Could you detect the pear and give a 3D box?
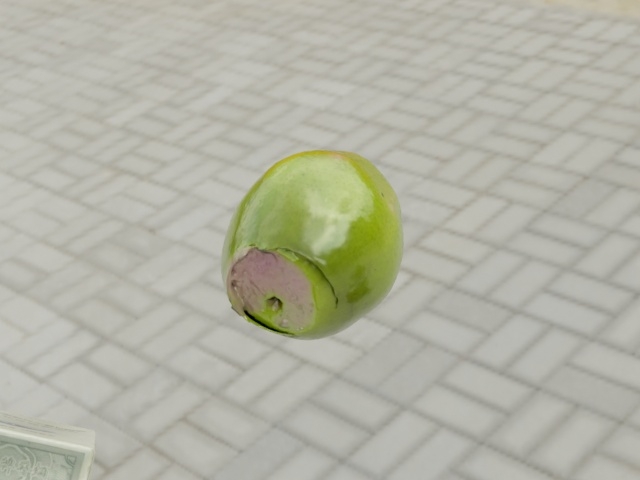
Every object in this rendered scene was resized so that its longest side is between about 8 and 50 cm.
[{"bbox_3d":[0.000,0.000,1.192,0.187,0.187,0.220,2,27,22],"label":"pear"}]

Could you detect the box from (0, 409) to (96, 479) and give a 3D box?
[{"bbox_3d":[-0.331,0.233,1.279,0.164,0.069,0.256,14,-7,-9],"label":"box"}]
